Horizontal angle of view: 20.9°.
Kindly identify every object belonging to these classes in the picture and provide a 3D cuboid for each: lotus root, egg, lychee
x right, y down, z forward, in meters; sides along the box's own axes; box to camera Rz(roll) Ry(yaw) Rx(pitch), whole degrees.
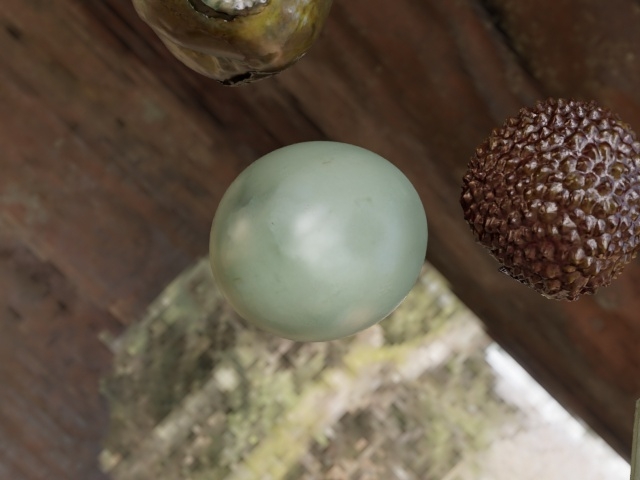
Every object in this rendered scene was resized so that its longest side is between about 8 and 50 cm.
[{"bbox_3d":[-0.064,-0.199,1.274,0.160,0.152,0.275,48,-1,-10],"label":"lotus root"},{"bbox_3d":[0.000,0.000,1.749,0.203,0.203,0.282,45,27,13],"label":"egg"},{"bbox_3d":[0.221,-0.045,1.585,0.188,0.188,0.188,44,1,-1],"label":"lychee"}]

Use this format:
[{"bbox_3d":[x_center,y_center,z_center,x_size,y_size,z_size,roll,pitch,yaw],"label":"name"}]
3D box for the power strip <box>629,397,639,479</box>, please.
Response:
[{"bbox_3d":[0.197,0.157,0.911,0.078,0.052,0.272,59,23,-14],"label":"power strip"}]
